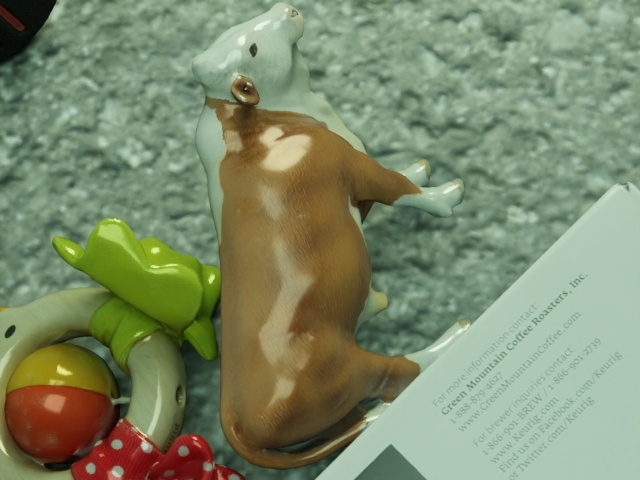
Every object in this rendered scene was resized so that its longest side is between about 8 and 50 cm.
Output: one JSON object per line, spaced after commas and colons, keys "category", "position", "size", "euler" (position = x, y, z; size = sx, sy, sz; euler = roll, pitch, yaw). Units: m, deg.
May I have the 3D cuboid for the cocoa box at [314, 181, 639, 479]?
{"category": "cocoa box", "position": [0.142, 0.185, 1.055], "size": [0.347, 0.228, 0.231], "euler": [-44, 72, -6]}

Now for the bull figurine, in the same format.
{"category": "bull figurine", "position": [0.000, 0.000, 1.163], "size": [0.188, 0.101, 0.310], "euler": [5, 77, -21]}

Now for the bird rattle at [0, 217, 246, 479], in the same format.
{"category": "bird rattle", "position": [-0.146, 0.119, 1.191], "size": [0.207, 0.143, 0.253], "euler": [-7, 79, 25]}

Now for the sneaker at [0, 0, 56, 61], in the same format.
{"category": "sneaker", "position": [-0.355, -0.188, 1.294], "size": [0.314, 0.116, 0.136], "euler": [-12, 71, 4]}
